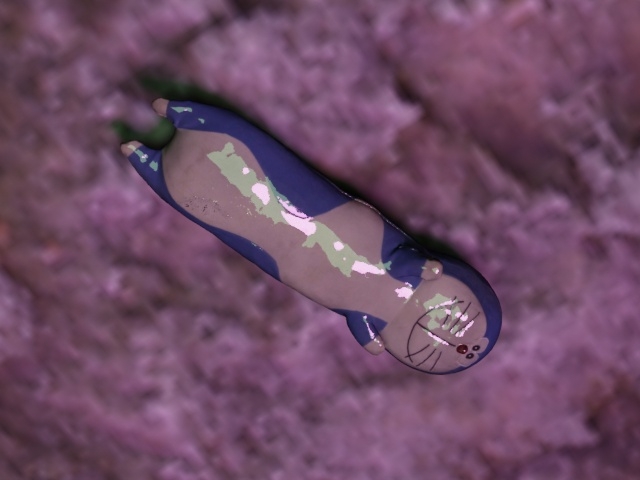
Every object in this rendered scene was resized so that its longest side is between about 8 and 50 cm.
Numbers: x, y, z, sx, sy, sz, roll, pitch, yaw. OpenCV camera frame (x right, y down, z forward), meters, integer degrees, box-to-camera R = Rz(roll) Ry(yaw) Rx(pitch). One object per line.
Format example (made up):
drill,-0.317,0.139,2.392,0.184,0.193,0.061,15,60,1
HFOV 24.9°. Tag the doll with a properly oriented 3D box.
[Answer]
doll,0.000,0.000,0.416,0.125,0.027,0.037,32,114,-15
